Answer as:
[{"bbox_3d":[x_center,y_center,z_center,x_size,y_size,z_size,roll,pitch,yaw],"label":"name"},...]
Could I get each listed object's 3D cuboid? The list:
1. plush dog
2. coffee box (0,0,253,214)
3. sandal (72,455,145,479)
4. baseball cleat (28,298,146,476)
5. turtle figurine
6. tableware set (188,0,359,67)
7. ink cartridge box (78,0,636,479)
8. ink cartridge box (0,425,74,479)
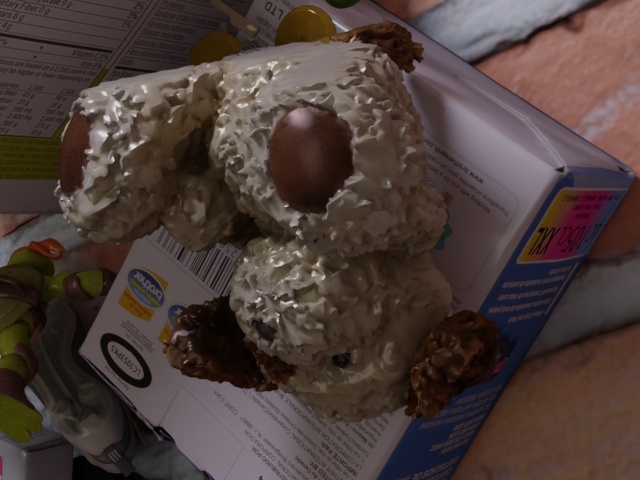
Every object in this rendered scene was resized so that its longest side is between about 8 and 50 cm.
[{"bbox_3d":[0.000,0.000,0.782,0.262,0.211,0.225,4,111,41],"label":"plush dog"},{"bbox_3d":[-0.231,-0.249,0.994,0.334,0.338,0.337,-48,66,25],"label":"coffee box"},{"bbox_3d":[-0.136,0.251,1.110,0.255,0.054,0.097,9,96,34],"label":"sandal"},{"bbox_3d":[-0.214,0.132,1.152,0.072,0.109,0.206,-30,40,-5],"label":"baseball cleat"},{"bbox_3d":[-0.247,0.068,1.083,0.270,0.217,0.087,-10,129,13],"label":"turtle figurine"},{"bbox_3d":[-0.032,-0.133,0.877,0.104,0.024,0.154,36,109,26],"label":"tableware set"},{"bbox_3d":[0.000,0.048,0.955,0.270,0.151,0.395,39,110,28],"label":"ink cartridge box"},{"bbox_3d":[-0.347,0.260,1.232,0.275,0.060,0.238,15,105,36],"label":"ink cartridge box"}]
